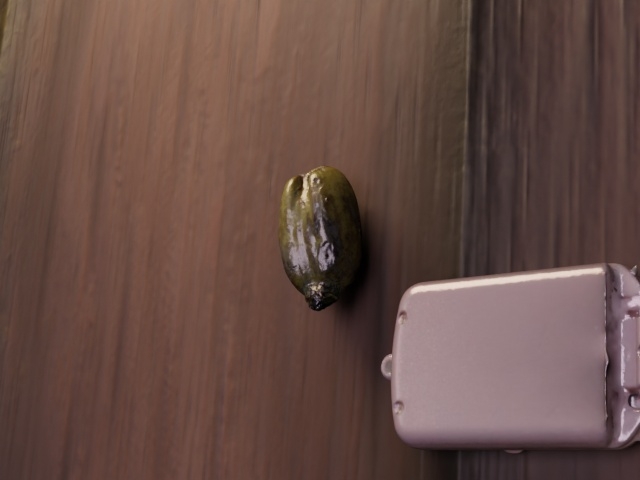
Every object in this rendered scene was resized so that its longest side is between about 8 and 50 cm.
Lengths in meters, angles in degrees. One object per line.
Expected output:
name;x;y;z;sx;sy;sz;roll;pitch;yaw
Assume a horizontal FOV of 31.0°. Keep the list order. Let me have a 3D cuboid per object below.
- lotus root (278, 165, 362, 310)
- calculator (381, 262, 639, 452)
lotus root;0.000;0.000;0.734;0.054;0.049;0.099;-15;66;26
calculator;0.106;0.066;0.639;0.175;0.032;0.100;-8;71;38
